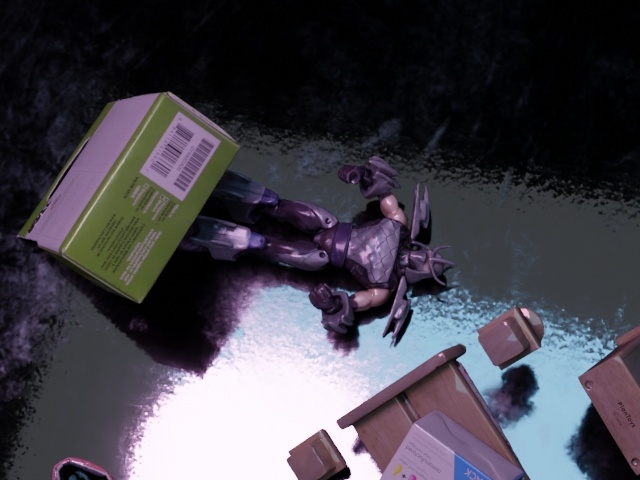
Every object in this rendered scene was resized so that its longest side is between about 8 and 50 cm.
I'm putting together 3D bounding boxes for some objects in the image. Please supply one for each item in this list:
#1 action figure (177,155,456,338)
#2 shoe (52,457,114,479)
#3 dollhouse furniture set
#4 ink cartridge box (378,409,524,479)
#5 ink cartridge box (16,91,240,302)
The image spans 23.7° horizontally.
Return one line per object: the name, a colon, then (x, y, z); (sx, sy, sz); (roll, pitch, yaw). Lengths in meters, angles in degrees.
action figure: (0.000, 0.000, 1.572); (0.285, 0.099, 0.185); (12, 68, 7)
shoe: (-0.196, 0.285, 1.504); (0.178, 0.081, 0.063); (42, 81, 18)
dollhouse furniture set: (0.202, 0.238, 1.497); (0.355, 0.174, 0.303); (-35, 82, 25)
ink cartridge box: (0.095, 0.263, 1.419); (0.104, 0.061, 0.181); (35, 111, 17)
ink cartridge box: (-0.205, -0.049, 1.570); (0.097, 0.255, 0.189); (35, 81, -19)
